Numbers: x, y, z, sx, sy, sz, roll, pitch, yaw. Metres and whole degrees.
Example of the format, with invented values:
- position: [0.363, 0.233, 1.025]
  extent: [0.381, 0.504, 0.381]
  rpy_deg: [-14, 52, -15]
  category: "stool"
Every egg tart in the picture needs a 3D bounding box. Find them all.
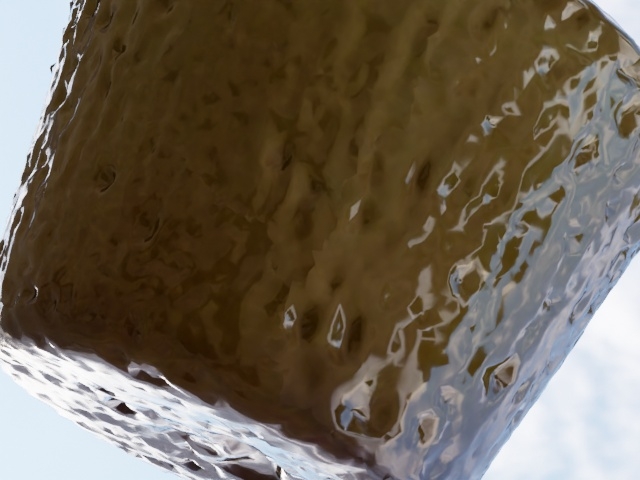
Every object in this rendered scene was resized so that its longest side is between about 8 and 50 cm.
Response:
- position: [0.000, 0.000, 0.580]
  extent: [0.202, 0.202, 0.147]
  rpy_deg: [4, -116, 45]
  category: "egg tart"
